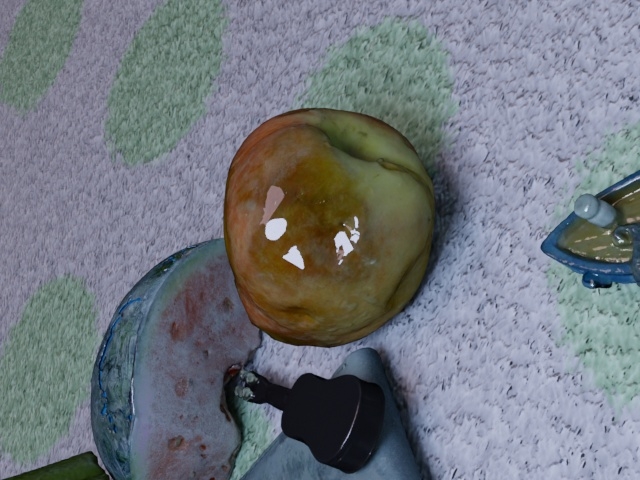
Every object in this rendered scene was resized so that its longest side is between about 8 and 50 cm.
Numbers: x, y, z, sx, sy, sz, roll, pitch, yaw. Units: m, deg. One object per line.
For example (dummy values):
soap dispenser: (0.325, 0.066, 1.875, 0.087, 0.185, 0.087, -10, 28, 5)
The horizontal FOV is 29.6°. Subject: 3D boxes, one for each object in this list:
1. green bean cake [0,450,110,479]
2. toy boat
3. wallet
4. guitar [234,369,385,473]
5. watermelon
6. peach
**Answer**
green bean cake: (-0.243, 0.377, 1.221, 0.250, 0.156, 0.247, 47, 148, 48)
toy boat: (0.272, -0.027, 0.921, 0.238, 0.098, 0.109, -28, 50, 40)
wallet: (-0.001, 0.278, 1.138, 0.290, 0.054, 0.251, -51, 37, 28)
guitar: (-0.026, 0.155, 1.165, 0.271, 0.038, 0.084, 7, 73, 62)
watermelon: (-0.185, 0.138, 1.309, 0.175, 0.188, 0.322, -5, 65, 40)
peach: (0.000, 0.000, 1.148, 0.214, 0.214, 0.236, 51, 132, 48)
